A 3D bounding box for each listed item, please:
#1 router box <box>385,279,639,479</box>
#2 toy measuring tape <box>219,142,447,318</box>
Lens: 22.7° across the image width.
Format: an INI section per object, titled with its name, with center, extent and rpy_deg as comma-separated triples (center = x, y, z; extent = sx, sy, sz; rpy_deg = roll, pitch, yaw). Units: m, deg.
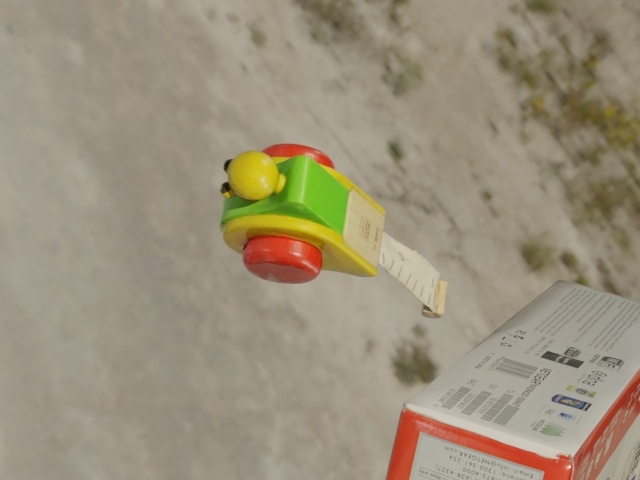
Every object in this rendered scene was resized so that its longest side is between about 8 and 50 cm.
[router box]
center = 0.098, 0.199, 0.863
extent = 0.082, 0.301, 0.335
rpy_deg = 16, 14, 17
[toy measuring tape]
center = 0.000, 0.000, 1.414
extent = 0.330, 0.121, 0.121
rpy_deg = 37, 26, -54
